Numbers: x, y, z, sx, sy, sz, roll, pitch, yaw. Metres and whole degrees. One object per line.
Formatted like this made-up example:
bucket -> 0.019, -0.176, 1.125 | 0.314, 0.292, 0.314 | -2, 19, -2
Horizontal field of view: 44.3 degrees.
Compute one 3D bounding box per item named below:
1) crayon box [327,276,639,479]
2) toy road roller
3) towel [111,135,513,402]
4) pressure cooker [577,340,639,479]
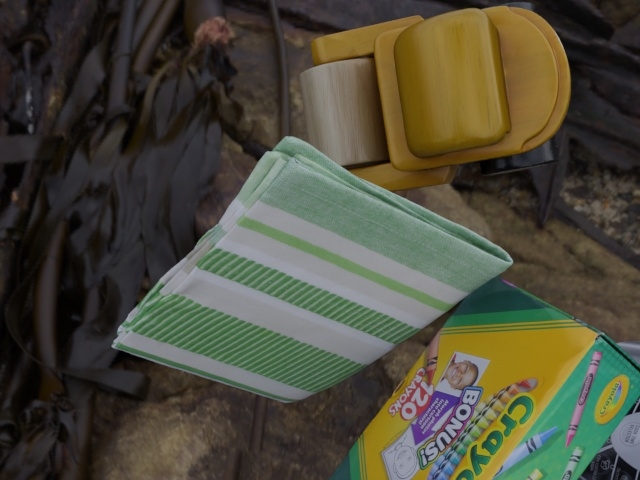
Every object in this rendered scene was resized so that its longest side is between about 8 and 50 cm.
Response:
crayon box -> 0.130, 0.179, 0.688 | 0.081, 0.165, 0.278 | 37, 89, -26
toy road roller -> 0.117, -0.165, 0.908 | 0.329, 0.240, 0.203 | -8, 92, 20
towel -> -0.023, 0.055, 0.746 | 0.247, 0.325, 0.038 | 25, 43, -26
pressure cooker -> 0.476, 0.302, 0.852 | 0.375, 0.420, 0.370 | -17, 102, -34
